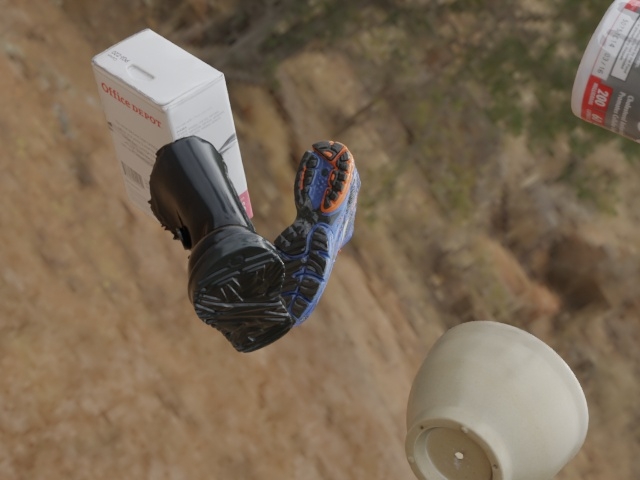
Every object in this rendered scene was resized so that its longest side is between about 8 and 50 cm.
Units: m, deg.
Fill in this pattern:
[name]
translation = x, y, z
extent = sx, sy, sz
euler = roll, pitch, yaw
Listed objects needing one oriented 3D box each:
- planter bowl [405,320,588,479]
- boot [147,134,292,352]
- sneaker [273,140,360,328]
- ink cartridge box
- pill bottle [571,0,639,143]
[planter bowl]
translation = 0.141, 0.168, 1.433
extent = 0.162, 0.162, 0.109
euler = 54, 43, -7
[boot]
translation = -0.112, -0.016, 1.597
extent = 0.207, 0.094, 0.246
euler = 61, -3, 22
[sneaker]
translation = 0.000, 0.000, 1.875
extent = 0.083, 0.221, 0.087
euler = 18, -7, 29
[ink cartridge box]
translation = -0.174, -0.120, 1.919
extent = 0.158, 0.092, 0.218
euler = 34, -32, 39
[pill bottle]
translation = 0.458, -0.170, 1.937
extent = 0.283, 0.161, 0.161
euler = 25, 9, 17
